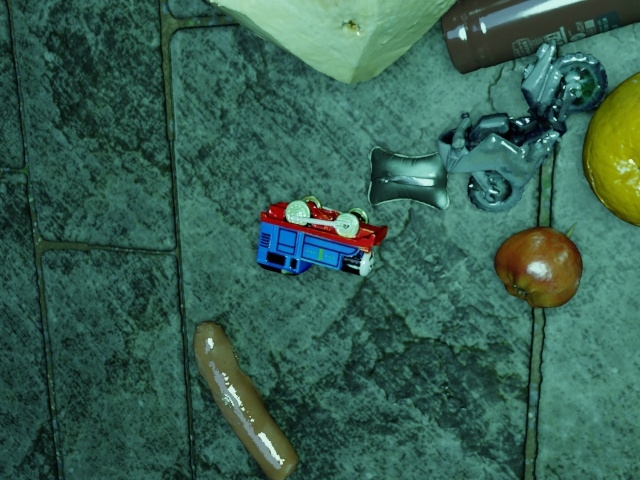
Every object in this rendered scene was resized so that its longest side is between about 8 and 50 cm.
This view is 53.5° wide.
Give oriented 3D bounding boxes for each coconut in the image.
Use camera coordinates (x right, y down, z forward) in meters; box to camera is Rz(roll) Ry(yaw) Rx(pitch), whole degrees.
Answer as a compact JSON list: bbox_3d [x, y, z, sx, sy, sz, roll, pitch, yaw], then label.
[{"bbox_3d":[0.030,-0.408,0.805,0.415,0.344,0.416,18,121,34],"label":"coconut"}]

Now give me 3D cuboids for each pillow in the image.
[{"bbox_3d":[0.139,-0.100,1.009,0.135,0.055,0.091,5,71,16],"label":"pillow"}]

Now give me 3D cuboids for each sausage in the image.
[{"bbox_3d":[-0.148,0.298,1.183,0.087,0.079,0.327,-33,87,34],"label":"sausage"}]

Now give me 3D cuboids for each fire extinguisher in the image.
[{"bbox_3d":[0.341,-0.326,0.852,0.337,0.135,0.114,-11,101,27],"label":"fire extinguisher"}]

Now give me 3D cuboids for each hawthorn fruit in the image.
[{"bbox_3d":[0.327,0.035,0.931,0.140,0.125,0.125,-43,85,24],"label":"hawthorn fruit"}]

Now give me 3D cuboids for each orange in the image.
[{"bbox_3d":[0.453,-0.119,0.811,0.219,0.193,0.219,31,152,19],"label":"orange"}]

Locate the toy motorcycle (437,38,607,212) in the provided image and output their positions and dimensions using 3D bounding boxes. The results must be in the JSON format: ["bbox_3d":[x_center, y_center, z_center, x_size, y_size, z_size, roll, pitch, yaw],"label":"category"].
[{"bbox_3d":[0.269,-0.161,0.903,0.159,0.106,0.270,28,129,0],"label":"toy motorcycle"}]

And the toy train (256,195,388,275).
[{"bbox_3d":[0.000,0.000,1.064,0.203,0.082,0.131,15,105,19],"label":"toy train"}]
